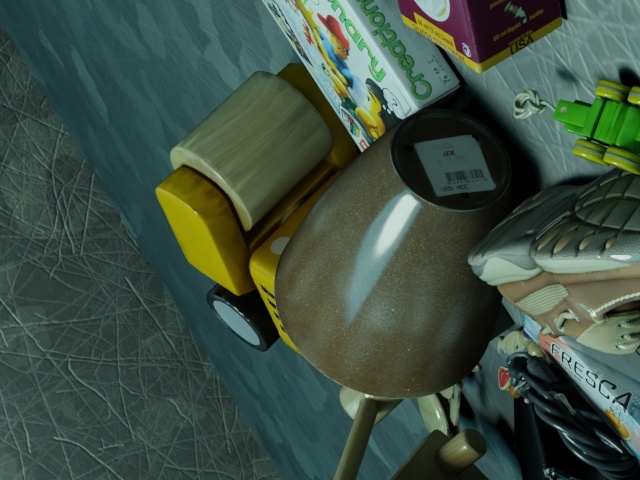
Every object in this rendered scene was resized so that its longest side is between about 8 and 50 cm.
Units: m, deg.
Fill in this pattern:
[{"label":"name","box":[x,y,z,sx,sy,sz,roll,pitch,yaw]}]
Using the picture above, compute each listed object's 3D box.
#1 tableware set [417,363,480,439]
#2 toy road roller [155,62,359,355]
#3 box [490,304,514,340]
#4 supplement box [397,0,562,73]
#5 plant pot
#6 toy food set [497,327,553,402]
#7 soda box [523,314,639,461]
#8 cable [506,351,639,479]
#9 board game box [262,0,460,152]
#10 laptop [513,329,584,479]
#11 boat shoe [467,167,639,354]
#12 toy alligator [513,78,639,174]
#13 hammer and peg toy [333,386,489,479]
[{"label":"tableware set","box":[0.145,0.169,1.807,0.194,0.039,0.128,89,158,-52]},{"label":"toy road roller","box":[0.000,0.000,1.645,0.241,0.202,0.329,31,156,35]},{"label":"box","box":[0.145,0.066,1.575,0.083,0.052,0.062,57,164,0]},{"label":"supplement box","box":[0.097,-0.227,1.092,0.104,0.081,0.188,42,158,46]},{"label":"plant pot","box":[0.086,-0.006,1.389,0.215,0.215,0.230,52,150,20]},{"label":"toy food set","box":[0.195,0.120,1.502,0.122,0.019,0.078,147,126,-67]},{"label":"soda box","box":[0.251,0.110,1.309,0.183,0.063,0.058,50,164,27]},{"label":"cable","box":[0.241,0.167,1.373,0.184,0.047,0.150,40,-174,-48]},{"label":"board game box","box":[0.004,-0.229,1.433,0.305,0.053,0.193,57,164,5]},{"label":"laptop","box":[0.287,0.250,1.569,0.264,0.136,0.234,22,150,22]},{"label":"boat shoe","box":[0.219,0.019,1.160,0.116,0.123,0.324,52,171,-6]},{"label":"toy alligator","box":[0.207,-0.081,1.106,0.051,0.056,0.190,20,-177,-27]},{"label":"hammer and peg toy","box":[0.117,0.320,1.673,0.361,0.266,0.127,46,126,1]}]
